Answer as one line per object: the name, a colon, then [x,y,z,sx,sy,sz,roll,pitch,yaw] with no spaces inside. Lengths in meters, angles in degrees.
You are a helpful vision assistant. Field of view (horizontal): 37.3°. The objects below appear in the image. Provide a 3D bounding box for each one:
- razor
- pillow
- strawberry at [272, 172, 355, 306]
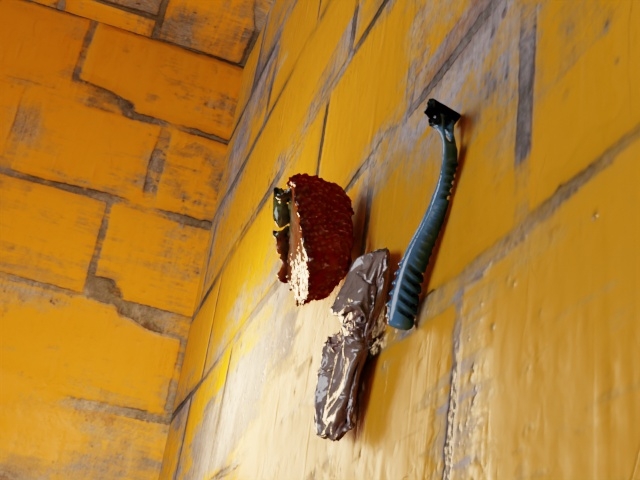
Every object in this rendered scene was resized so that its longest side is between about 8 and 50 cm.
razor: [0.116,-0.025,1.043,0.082,0.042,0.253,14,-89,-61]
pillow: [0.034,0.128,1.191,0.135,0.049,0.248,166,118,-76]
strawberry: [0.000,0.000,1.367,0.286,0.106,0.188,-116,25,-61]
